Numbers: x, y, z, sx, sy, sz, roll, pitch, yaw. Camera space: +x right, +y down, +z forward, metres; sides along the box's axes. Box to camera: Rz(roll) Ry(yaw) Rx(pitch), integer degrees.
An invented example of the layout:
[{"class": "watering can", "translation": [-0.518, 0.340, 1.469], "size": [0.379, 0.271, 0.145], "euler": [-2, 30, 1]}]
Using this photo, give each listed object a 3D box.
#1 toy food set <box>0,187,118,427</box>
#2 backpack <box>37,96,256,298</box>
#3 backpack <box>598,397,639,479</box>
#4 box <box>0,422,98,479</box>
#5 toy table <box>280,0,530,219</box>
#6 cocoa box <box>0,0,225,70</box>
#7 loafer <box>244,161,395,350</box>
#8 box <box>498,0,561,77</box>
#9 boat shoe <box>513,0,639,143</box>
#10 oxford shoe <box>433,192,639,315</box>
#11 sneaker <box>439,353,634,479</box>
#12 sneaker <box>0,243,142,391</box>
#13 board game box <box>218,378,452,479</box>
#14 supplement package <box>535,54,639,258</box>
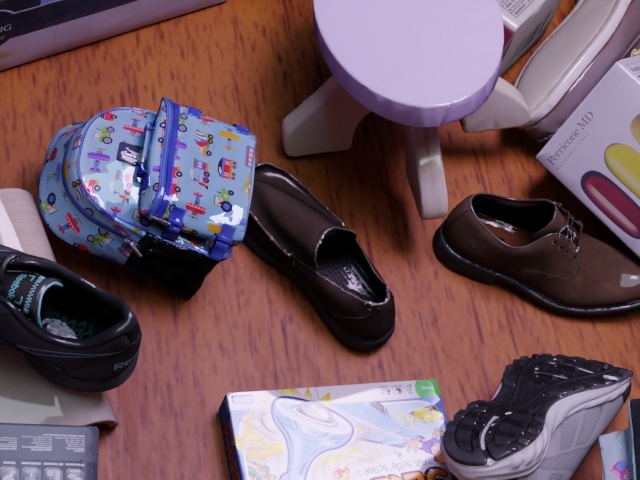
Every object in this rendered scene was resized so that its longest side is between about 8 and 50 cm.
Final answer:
[{"class": "toy food set", "translation": [-0.344, 0.097, 1.209], "size": [0.306, 0.092, 0.220], "euler": [-17, 76, -24]}, {"class": "backpack", "translation": [-0.159, -0.053, 1.315], "size": [0.173, 0.117, 0.158], "euler": [22, 54, -19]}, {"class": "backpack", "translation": [0.330, 0.237, 1.267], "size": [0.188, 0.144, 0.166], "euler": [43, 30, -30]}, {"class": "box", "translation": [-0.286, 0.230, 1.097], "size": [0.232, 0.059, 0.183], "euler": [4, 71, -20]}, {"class": "toy table", "translation": [0.085, -0.165, 1.423], "size": [0.252, 0.161, 0.274], "euler": [0, 47, 2]}, {"class": "cocoa box", "translation": [-0.262, -0.341, 1.418], "size": [0.347, 0.228, 0.231], "euler": [-23, 67, -28]}, {"class": "loafer", "translation": [0.000, 0.000, 1.370], "size": [0.080, 0.078, 0.220], "euler": [-35, 74, -32]}, {"class": "box", "translation": [0.137, -0.291, 1.571], "size": [0.232, 0.127, 0.148], "euler": [39, 56, 10]}, {"class": "boat shoe", "translation": [0.310, -0.213, 1.586], "size": [0.097, 0.116, 0.324], "euler": [48, 56, -21]}, {"class": "oxford shoe", "translation": [0.232, 0.012, 1.426], "size": [0.227, 0.096, 0.083], "euler": [15, 53, -10]}, {"class": "sneaker", "translation": [0.195, 0.177, 1.309], "size": [0.100, 0.108, 0.271], "euler": [10, 24, 36]}, {"class": "sneaker", "translation": [-0.261, 0.032, 1.154], "size": [0.267, 0.106, 0.101], "euler": [22, 66, -9]}, {"class": "board game box", "translation": [0.021, 0.195, 1.278], "size": [0.201, 0.035, 0.136], "euler": [-3, 59, -19]}, {"class": "supplement package", "translation": [0.363, -0.057, 1.461], "size": [0.244, 0.139, 0.134], "euler": [45, 30, 14]}]
